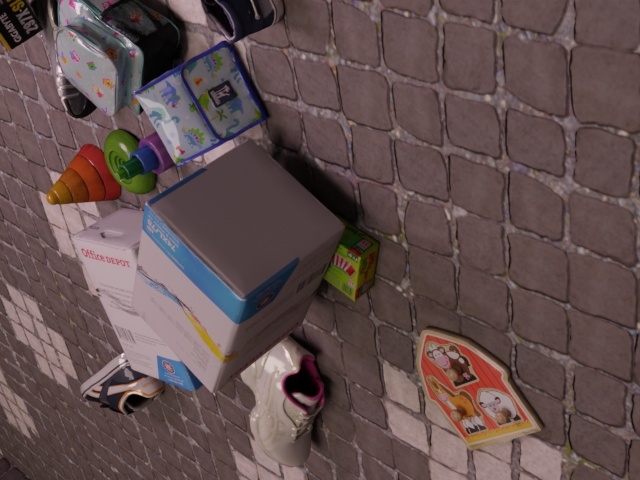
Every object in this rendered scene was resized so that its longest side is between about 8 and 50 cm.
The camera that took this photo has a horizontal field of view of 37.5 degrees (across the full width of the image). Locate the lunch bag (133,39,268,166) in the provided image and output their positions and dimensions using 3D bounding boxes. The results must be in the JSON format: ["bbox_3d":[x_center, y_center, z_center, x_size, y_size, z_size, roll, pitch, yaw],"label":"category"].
[{"bbox_3d":[-0.168,-0.197,1.349,0.151,0.096,0.129,-25,105,13],"label":"lunch bag"}]

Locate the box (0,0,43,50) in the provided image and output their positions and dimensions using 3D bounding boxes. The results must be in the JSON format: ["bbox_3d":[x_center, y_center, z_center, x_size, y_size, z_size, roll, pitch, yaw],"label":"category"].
[{"bbox_3d":[-0.576,-0.482,1.450,0.322,0.079,0.257,52,169,12],"label":"box"}]

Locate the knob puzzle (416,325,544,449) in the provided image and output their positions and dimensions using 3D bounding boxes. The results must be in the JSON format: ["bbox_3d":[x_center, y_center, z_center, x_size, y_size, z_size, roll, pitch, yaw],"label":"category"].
[{"bbox_3d":[0.199,0.207,1.327,0.213,0.030,0.213,32,141,31],"label":"knob puzzle"}]

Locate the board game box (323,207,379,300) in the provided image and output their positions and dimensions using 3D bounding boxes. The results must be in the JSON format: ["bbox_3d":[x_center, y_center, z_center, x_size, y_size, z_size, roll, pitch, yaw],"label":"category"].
[{"bbox_3d":[0.000,0.000,1.376,0.181,0.043,0.092,35,142,27],"label":"board game box"}]

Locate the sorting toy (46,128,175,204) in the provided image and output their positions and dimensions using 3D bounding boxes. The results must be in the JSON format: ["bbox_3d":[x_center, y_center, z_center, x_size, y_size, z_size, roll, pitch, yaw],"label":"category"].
[{"bbox_3d":[-0.393,-0.113,1.688,0.365,0.126,0.127,-8,113,54],"label":"sorting toy"}]

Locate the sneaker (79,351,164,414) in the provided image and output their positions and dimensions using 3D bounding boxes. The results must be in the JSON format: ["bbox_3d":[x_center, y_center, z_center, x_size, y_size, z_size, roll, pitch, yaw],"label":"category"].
[{"bbox_3d":[-0.457,0.342,2.168,0.128,0.126,0.321,59,145,3],"label":"sneaker"}]

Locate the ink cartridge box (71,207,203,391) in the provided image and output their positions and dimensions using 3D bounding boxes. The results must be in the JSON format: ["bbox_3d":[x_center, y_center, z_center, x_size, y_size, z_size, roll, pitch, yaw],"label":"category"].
[{"bbox_3d":[-0.309,0.106,1.774,0.223,0.129,0.308,9,126,48],"label":"ink cartridge box"}]

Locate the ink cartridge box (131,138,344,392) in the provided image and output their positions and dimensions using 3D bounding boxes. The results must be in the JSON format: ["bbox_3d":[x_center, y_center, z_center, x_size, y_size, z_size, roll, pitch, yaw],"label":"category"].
[{"bbox_3d":[-0.127,0.042,1.349,0.197,0.198,0.270,43,145,15],"label":"ink cartridge box"}]

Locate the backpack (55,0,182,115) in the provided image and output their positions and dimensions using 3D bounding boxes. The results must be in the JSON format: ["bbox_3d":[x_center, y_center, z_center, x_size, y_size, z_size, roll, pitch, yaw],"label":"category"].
[{"bbox_3d":[-0.318,-0.295,1.423,0.188,0.144,0.166,46,151,18],"label":"backpack"}]

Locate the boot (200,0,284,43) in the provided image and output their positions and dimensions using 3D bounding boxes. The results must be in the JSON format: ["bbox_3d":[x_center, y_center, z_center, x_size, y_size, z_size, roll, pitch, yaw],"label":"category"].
[{"bbox_3d":[-0.127,-0.345,1.190,0.190,0.086,0.069,56,147,-3],"label":"boot"}]

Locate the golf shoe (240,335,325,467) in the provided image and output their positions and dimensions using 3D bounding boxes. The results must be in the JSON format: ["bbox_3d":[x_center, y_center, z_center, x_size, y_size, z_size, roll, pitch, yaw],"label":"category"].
[{"bbox_3d":[-0.052,0.291,1.640,0.140,0.115,0.306,17,133,38],"label":"golf shoe"}]

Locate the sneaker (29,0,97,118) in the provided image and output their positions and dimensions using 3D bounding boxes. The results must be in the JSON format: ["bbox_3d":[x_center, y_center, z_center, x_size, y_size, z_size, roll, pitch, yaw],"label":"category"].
[{"bbox_3d":[-0.441,-0.330,1.607,0.132,0.086,0.229,27,128,42],"label":"sneaker"}]
